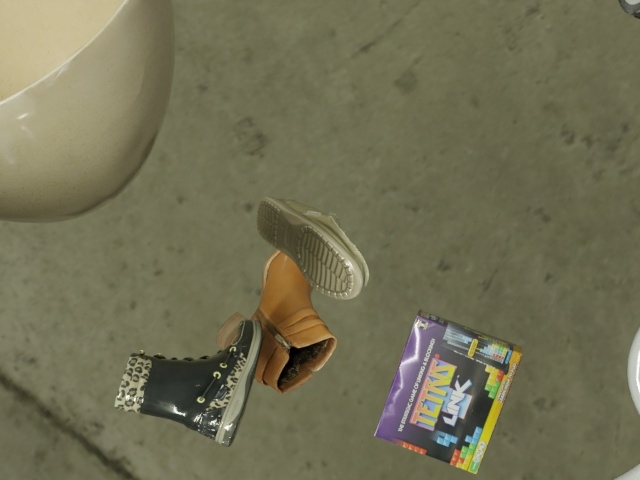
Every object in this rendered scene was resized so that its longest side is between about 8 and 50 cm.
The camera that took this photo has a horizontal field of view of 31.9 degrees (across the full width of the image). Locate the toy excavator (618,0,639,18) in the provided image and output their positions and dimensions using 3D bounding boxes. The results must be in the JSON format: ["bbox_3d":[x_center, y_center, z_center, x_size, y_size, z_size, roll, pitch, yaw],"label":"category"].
[{"bbox_3d":[0.561,-0.464,1.401,0.222,0.433,0.445,15,111,-17],"label":"toy excavator"}]

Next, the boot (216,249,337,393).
[{"bbox_3d":[-0.038,0.117,1.868,0.109,0.283,0.220,53,166,-31],"label":"boot"}]

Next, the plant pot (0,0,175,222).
[{"bbox_3d":[-0.228,-0.123,0.873,0.284,0.284,0.191,7,146,25],"label":"plant pot"}]

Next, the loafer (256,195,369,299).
[{"bbox_3d":[0.000,0.000,1.774,0.268,0.092,0.102,41,131,42],"label":"loafer"}]

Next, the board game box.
[{"bbox_3d":[0.162,0.191,1.425,0.141,0.048,0.170,19,100,4],"label":"board game box"}]

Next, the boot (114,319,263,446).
[{"bbox_3d":[-0.183,0.180,1.610,0.179,0.236,0.085,15,127,-2],"label":"boot"}]

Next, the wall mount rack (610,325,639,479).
[{"bbox_3d":[0.298,0.208,0.735,0.304,0.130,0.350,-40,79,7],"label":"wall mount rack"}]
